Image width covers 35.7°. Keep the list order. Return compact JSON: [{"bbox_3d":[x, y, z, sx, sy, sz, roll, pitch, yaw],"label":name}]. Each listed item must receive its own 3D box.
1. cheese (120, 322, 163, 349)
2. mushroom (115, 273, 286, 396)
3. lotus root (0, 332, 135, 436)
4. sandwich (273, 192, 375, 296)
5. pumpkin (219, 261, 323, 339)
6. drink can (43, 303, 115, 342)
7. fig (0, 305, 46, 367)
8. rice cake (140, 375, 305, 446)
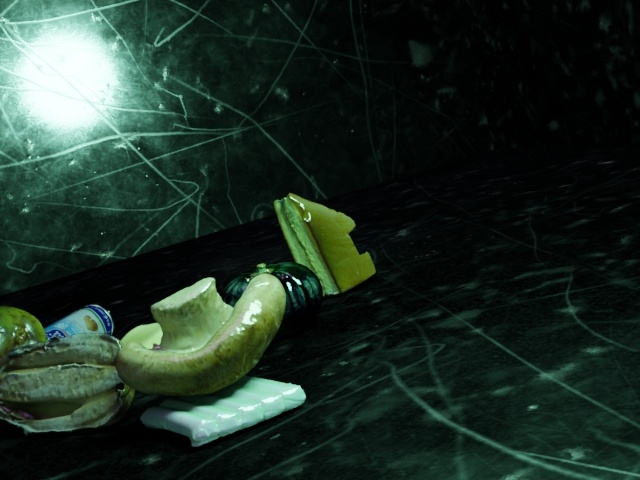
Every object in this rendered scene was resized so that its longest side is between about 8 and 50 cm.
[{"bbox_3d":[-0.355,0.230,1.855,0.127,0.050,0.255,-12,18,22],"label":"cheese"},{"bbox_3d":[-0.158,0.153,1.481,0.286,0.156,0.151,-29,23,-15],"label":"mushroom"},{"bbox_3d":[-0.419,0.243,1.642,0.329,0.167,0.078,-7,-18,36],"label":"lotus root"},{"bbox_3d":[0.000,0.000,2.133,0.128,0.235,0.122,-25,1,-43],"label":"sandwich"},{"bbox_3d":[-0.096,0.111,1.887,0.202,0.140,0.202,-17,9,3],"label":"pumpkin"},{"bbox_3d":[-0.537,0.212,2.120,0.097,0.097,0.235,-12,8,19],"label":"drink can"},{"bbox_3d":[-0.630,0.226,1.927,0.191,0.181,0.181,-37,2,17],"label":"fig"},{"bbox_3d":[-0.147,0.244,1.455,0.189,0.037,0.198,-18,10,-27],"label":"rice cake"}]
